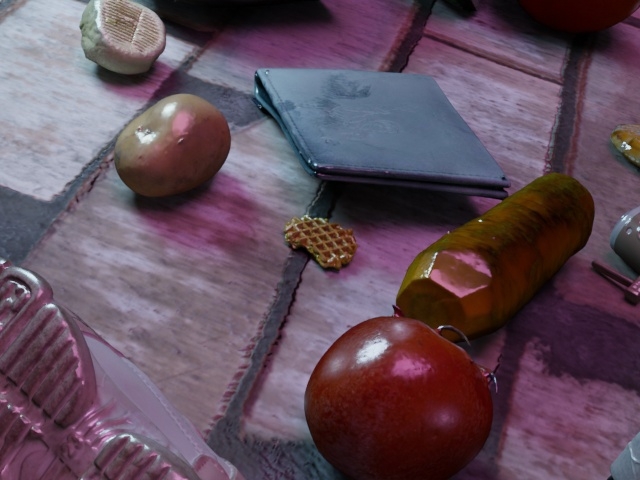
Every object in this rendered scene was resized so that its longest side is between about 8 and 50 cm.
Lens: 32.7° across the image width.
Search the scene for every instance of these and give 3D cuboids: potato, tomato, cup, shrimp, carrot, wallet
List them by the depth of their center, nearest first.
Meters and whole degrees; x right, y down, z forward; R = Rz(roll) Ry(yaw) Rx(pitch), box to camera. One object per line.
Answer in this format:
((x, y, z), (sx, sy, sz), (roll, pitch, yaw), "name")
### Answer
((0.065, 0.143, 0.941), (0.167, 0.167, 0.167), (10, 39, -8), "tomato")
((0.191, 0.020, 1.165), (0.114, 0.114, 0.302), (35, 38, 21), "carrot")
((-0.157, -0.104, 1.191), (0.112, 0.112, 0.147), (31, 47, 18), "potato")
((0.384, 0.022, 1.274), (0.074, 0.102, 0.099), (33, 14, -52), "cup")
((0.065, -0.134, 1.322), (0.252, 0.054, 0.290), (2, 32, -18), "wallet")
((0.508, -0.117, 1.495), (0.217, 0.051, 0.150), (24, 31, 15), "shrimp")
((0.392, -0.461, 1.701), (0.226, 0.298, 0.298), (-22, 44, 4), "tomato")

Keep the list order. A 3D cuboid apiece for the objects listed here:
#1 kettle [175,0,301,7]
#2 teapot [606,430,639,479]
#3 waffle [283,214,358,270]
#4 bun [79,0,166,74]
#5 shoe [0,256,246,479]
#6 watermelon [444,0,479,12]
((-0.150, -0.440, 1.542), (0.324, 0.228, 0.321), (-16, 22, -29), "kettle")
((0.385, 0.168, 0.995), (0.222, 0.178, 0.163), (14, 38, -1), "teapot")
((0.000, -0.001, 1.193), (0.085, 0.016, 0.078), (26, 35, 11), "waffle")
((-0.250, -0.250, 1.363), (0.115, 0.069, 0.115), (17, 51, -23), "bun")
((-0.171, 0.172, 0.793), (0.172, 0.198, 0.351), (-44, 61, 0), "shoe")
((0.200, -0.513, 1.674), (0.180, 0.305, 0.224), (4, 9, -20), "watermelon")
